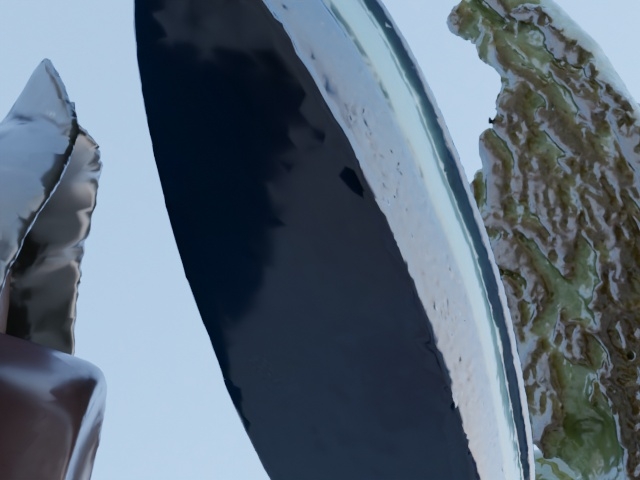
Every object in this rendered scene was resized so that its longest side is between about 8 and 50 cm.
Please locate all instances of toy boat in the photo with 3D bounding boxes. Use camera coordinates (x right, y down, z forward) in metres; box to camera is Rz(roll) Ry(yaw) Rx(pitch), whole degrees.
[{"bbox_3d":[0.000,0.000,0.419,0.096,0.062,0.299,-11,-69,25],"label":"toy boat"}]

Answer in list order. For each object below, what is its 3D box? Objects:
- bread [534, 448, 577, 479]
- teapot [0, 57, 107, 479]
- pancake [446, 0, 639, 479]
[{"bbox_3d":[0.171,0.356,0.962,0.208,0.251,0.377,8,-70,-11],"label":"bread"},{"bbox_3d":[-0.264,0.077,0.402,0.361,0.305,0.376,12,-87,0],"label":"teapot"},{"bbox_3d":[0.146,0.015,0.742,0.054,0.197,0.377,-3,-98,-39],"label":"pancake"}]
